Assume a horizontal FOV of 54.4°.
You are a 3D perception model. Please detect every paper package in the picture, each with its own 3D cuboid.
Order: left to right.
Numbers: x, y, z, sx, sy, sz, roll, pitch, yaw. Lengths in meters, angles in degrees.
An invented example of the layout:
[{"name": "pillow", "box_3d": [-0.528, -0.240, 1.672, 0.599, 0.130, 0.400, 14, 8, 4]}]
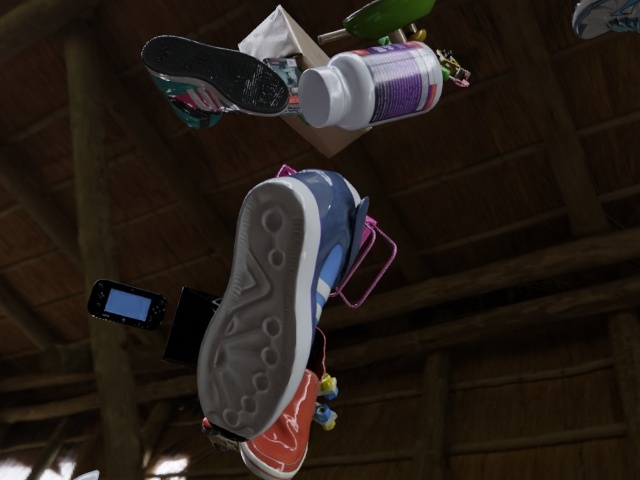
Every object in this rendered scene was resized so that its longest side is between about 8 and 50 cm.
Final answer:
[{"name": "paper package", "box_3d": [-0.042, -0.432, 1.723, 0.168, 0.324, 0.310, -38, -136, 17]}]

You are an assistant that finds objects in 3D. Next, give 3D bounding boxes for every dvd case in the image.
[{"name": "dvd case", "box_3d": [-0.067, -0.313, 1.266, 0.013, 0.087, 0.120, -17, -90, 44]}]

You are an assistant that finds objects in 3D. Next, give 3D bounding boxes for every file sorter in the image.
[{"name": "file sorter", "box_3d": [0.000, 0.000, 1.445, 0.202, 0.290, 0.182, -56, -152, 8]}]

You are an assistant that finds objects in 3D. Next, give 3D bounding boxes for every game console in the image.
[{"name": "game console", "box_3d": [-0.448, 0.212, 1.695, 0.044, 0.361, 0.213, 132, -28, -57]}]

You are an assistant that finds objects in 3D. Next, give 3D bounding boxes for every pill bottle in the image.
[{"name": "pill bottle", "box_3d": [0.069, -0.217, 0.884, 0.108, 0.193, 0.108, 35, -46, 46]}]

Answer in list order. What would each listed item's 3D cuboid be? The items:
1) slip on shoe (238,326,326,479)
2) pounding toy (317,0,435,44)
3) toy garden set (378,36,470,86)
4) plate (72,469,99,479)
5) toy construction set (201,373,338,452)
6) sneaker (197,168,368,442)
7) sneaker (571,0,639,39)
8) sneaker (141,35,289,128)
[{"name": "slip on shoe", "box_3d": [-0.054, 0.260, 1.052, 0.123, 0.331, 0.101, 26, -59, -3]}, {"name": "pounding toy", "box_3d": [0.131, -0.383, 1.142, 0.236, 0.182, 0.110, 0, -62, 63]}, {"name": "toy garden set", "box_3d": [0.233, -0.391, 1.317, 0.049, 0.203, 0.244, -63, -159, 22]}, {"name": "plate", "box_3d": [-0.348, 0.421, 0.741, 0.278, 0.045, 0.278, -40, -148, 55]}, {"name": "toy construction set", "box_3d": [-0.127, 0.374, 1.357, 0.327, 0.151, 0.215, -9, -147, 46]}, {"name": "sneaker", "box_3d": [-0.027, 0.069, 0.787, 0.130, 0.236, 0.323, 17, -78, 21]}, {"name": "sneaker", "box_3d": [0.574, -0.416, 1.118, 0.283, 0.110, 0.122, 160, -77, -64]}, {"name": "sneaker", "box_3d": [-0.196, -0.283, 1.232, 0.295, 0.178, 0.124, 22, -106, 8]}]
